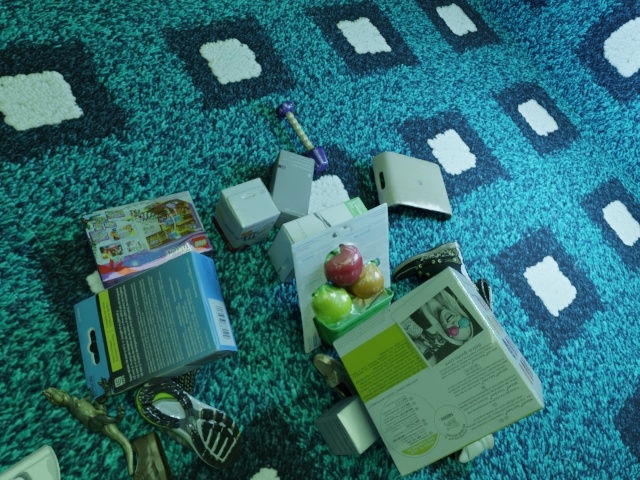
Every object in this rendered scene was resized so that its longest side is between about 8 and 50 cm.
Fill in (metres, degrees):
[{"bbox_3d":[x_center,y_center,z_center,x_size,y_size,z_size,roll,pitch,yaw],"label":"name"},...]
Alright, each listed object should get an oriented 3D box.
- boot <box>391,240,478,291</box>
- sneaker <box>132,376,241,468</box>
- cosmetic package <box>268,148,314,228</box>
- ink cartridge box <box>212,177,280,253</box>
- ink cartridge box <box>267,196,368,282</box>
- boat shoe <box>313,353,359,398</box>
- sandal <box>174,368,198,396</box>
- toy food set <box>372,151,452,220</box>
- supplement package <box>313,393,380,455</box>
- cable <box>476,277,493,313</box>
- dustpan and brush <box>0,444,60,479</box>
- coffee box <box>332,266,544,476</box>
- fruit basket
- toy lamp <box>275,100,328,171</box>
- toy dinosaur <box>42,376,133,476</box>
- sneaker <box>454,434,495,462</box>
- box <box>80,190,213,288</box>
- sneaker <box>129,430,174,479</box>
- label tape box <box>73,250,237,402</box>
[{"bbox_3d":[0.359,0.124,1.380,0.236,0.085,0.179,-26,63,12],"label":"boot"},{"bbox_3d":[-0.308,0.423,1.021,0.300,0.121,0.111,47,52,-16],"label":"sneaker"},{"bbox_3d":[-0.101,-0.158,1.401,0.127,0.107,0.238,14,57,-18],"label":"cosmetic package"},{"bbox_3d":[-0.218,-0.070,1.264,0.128,0.176,0.127,-25,76,-30],"label":"ink cartridge box"},{"bbox_3d":[0.000,0.000,1.301,0.272,0.198,0.115,-21,72,-29],"label":"ink cartridge box"},{"bbox_3d":[0.046,0.381,1.201,0.170,0.063,0.059,38,41,-1],"label":"boat shoe"},{"bbox_3d":[-0.335,0.318,1.106,0.067,0.040,0.179,12,75,-9],"label":"sandal"},{"bbox_3d":[0.340,-0.190,1.613,0.305,0.092,0.220,8,61,-27],"label":"toy food set"},{"bbox_3d":[0.075,0.464,1.104,0.105,0.179,0.105,-26,76,-31],"label":"supplement package"},{"bbox_3d":[0.582,0.261,1.473,0.139,0.072,0.287,32,54,-20],"label":"cable"},{"bbox_3d":[-0.575,0.543,0.876,0.147,0.060,0.211,-31,78,-31],"label":"dustpan and brush"},{"bbox_3d":[0.297,0.308,1.081,0.335,0.338,0.337,60,18,21],"label":"coffee box"},{"bbox_3d":[0.064,0.103,1.210,0.326,0.165,0.354,-25,119,-29],"label":"fruit basket"},{"bbox_3d":[-0.061,-0.364,1.536,0.080,0.080,0.275,-25,76,-30],"label":"toy lamp"},{"bbox_3d":[-0.483,0.384,0.966,0.268,0.064,0.118,37,101,8],"label":"toy dinosaur"},{"bbox_3d":[0.367,0.492,1.255,0.129,0.111,0.297,-30,75,-19],"label":"sneaker"},{"bbox_3d":[-0.472,-0.010,1.202,0.293,0.057,0.201,-18,71,-28],"label":"box"},{"bbox_3d":[-0.374,0.530,0.973,0.071,0.066,0.189,-21,68,-12],"label":"sneaker"},{"bbox_3d":[-0.403,0.211,1.062,0.347,0.115,0.249,-24,71,10],"label":"label tape box"}]
